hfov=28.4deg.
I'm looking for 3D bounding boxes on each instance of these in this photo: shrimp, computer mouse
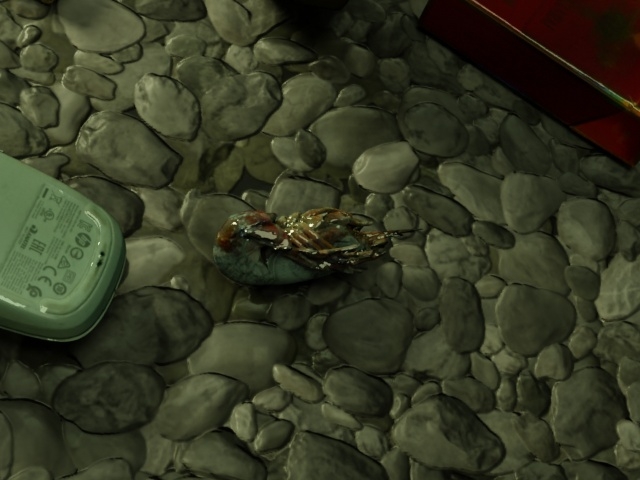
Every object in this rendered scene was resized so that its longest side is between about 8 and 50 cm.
[{"bbox_3d":[0.000,0.000,1.287,0.233,0.079,0.090,-7,24,-24],"label":"shrimp"},{"bbox_3d":[-0.327,-0.006,1.171,0.288,0.097,0.159,27,53,-14],"label":"computer mouse"}]

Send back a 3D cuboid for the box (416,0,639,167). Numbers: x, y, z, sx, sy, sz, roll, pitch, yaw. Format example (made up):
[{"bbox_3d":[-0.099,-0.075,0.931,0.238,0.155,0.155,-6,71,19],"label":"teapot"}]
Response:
[{"bbox_3d":[0.301,-0.253,1.528,0.313,0.089,0.197,35,54,6],"label":"box"}]

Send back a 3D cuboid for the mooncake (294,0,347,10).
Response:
[{"bbox_3d":[0.004,-0.406,1.414,0.156,0.284,0.284,21,55,-4],"label":"mooncake"}]

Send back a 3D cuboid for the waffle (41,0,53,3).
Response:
[{"bbox_3d":[-0.309,-0.339,1.413,0.103,0.042,0.148,23,55,-1],"label":"waffle"}]
